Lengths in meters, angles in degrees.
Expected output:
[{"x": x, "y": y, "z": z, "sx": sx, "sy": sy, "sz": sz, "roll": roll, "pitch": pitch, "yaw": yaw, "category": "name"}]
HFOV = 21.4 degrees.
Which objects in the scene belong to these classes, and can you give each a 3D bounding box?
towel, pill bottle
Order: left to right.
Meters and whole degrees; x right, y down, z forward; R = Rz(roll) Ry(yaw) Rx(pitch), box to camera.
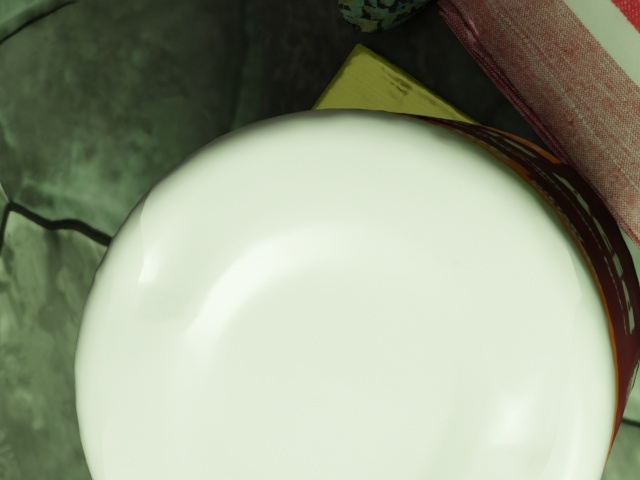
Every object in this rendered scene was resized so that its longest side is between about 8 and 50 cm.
[{"x": 0.000, "y": 0.000, "z": 1.070, "sx": 0.102, "sy": 0.021, "sz": 0.237, "roll": 35, "pitch": 100, "yaw": 10, "category": "towel"}, {"x": 0.047, "y": 0.049, "z": 0.848, "sx": 0.224, "sy": 0.392, "sz": 0.224, "roll": 1, "pitch": 93, "yaw": 13, "category": "pill bottle"}, {"x": 0.246, "y": -0.166, "z": 0.944, "sx": 0.329, "sy": 0.037, "sz": 0.237, "roll": -44, "pitch": 62, "yaw": 14, "category": "towel"}]

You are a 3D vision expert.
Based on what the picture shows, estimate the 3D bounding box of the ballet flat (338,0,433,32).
[{"x": 0.084, "y": -0.197, "z": 0.988, "sx": 0.070, "sy": 0.070, "sz": 0.188, "roll": 39, "pitch": 88, "yaw": 15, "category": "ballet flat"}]
